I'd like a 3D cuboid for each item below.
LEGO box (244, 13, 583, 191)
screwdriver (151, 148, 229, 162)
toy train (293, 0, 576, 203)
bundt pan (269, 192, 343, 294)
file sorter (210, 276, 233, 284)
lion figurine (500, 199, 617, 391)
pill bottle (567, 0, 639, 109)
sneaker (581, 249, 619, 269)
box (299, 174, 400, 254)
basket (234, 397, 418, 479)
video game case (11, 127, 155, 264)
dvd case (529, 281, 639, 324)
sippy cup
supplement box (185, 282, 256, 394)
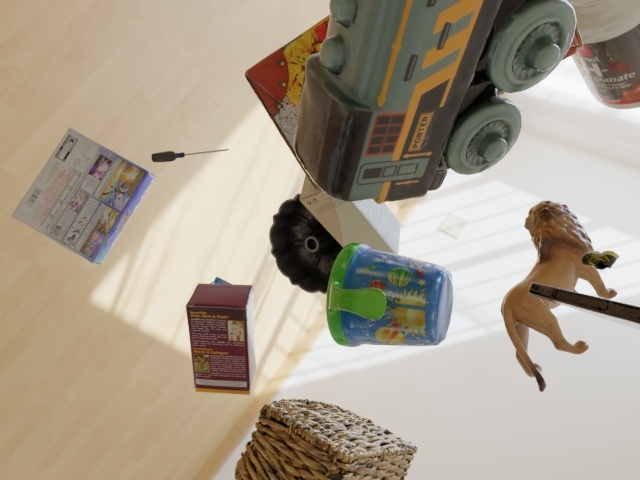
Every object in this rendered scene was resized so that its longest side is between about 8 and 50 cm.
[{"bbox_3d":[0.131,-0.318,0.858,0.372,0.500,0.193,-28,109,18],"label":"LEGO box"},{"bbox_3d":[-0.284,-0.191,1.160,0.169,0.025,0.024,-10,85,-13],"label":"screwdriver"},{"bbox_3d":[0.091,-0.171,0.412,0.190,0.142,0.334,-11,139,-25],"label":"toy train"},{"bbox_3d":[0.000,0.000,1.712,0.124,0.330,0.331,-23,135,-58],"label":"bundt pan"},{"bbox_3d":[-0.313,0.222,1.611,0.170,0.118,0.104,-70,168,20],"label":"file sorter"},{"bbox_3d":[0.479,0.098,1.122,0.392,0.240,0.142,-47,-169,-34],"label":"lion figurine"},{"bbox_3d":[0.515,-0.384,0.916,0.318,0.176,0.176,31,91,-42],"label":"pill bottle"},{"bbox_3d":[0.542,0.040,1.037,0.035,0.031,0.083,-51,-174,-17],"label":"sneaker"},{"bbox_3d":[0.090,-0.076,1.430,0.311,0.121,0.148,48,37,-34],"label":"box"},{"bbox_3d":[-0.009,0.406,0.885,0.299,0.213,0.223,27,83,-55],"label":"basket"},{"bbox_3d":[-0.600,-0.113,1.350,0.270,0.244,0.061,-60,175,-7],"label":"video game case"},{"bbox_3d":[0.410,0.102,0.679,0.253,0.180,0.022,-157,-94,-84],"label":"dvd case"},{"bbox_3d":[0.160,0.128,1.136,0.305,0.224,0.240,-50,137,-48],"label":"sippy cup"},{"bbox_3d":[-0.173,0.177,0.950,0.081,0.104,0.188,-83,175,-65],"label":"supplement box"}]
